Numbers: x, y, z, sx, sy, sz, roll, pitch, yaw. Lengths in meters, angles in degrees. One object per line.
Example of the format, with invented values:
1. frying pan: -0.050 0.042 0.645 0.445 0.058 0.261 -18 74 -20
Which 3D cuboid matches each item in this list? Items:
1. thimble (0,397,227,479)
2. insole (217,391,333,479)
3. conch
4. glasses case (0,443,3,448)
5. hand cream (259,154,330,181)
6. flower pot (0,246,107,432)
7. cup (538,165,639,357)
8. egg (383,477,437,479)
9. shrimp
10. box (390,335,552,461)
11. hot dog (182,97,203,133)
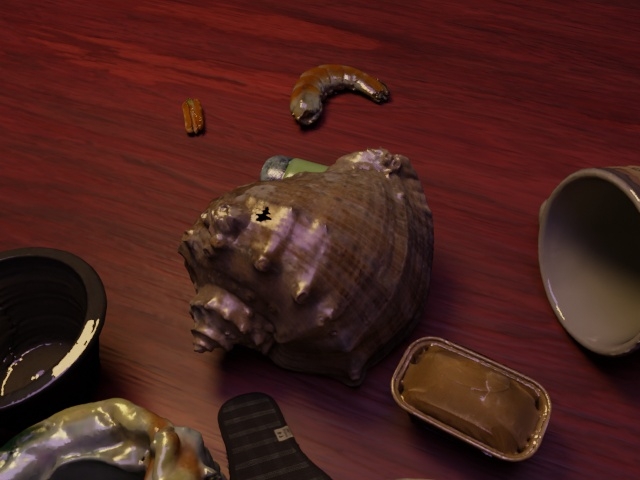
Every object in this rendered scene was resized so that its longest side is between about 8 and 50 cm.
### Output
1. thimble: -0.223 0.303 0.654 0.288 0.167 0.254 -37 48 -21
2. insole: -0.046 0.242 0.706 0.110 0.012 0.309 -14 21 -14
3. conch: -0.008 0.028 0.820 0.297 0.210 0.352 44 95 5
4. glasses case: -0.541 0.340 0.707 0.425 0.098 0.156 -24 49 -15
5. hand cream: -0.007 -0.086 1.039 0.174 0.046 0.095 18 54 9
6. flower pot: -0.359 0.139 0.819 0.235 0.148 0.235 -3 49 3
7. cup: 0.428 0.003 0.867 0.256 0.228 0.301 -6 21 -17
8. egg: 0.085 0.358 0.609 0.286 0.174 0.264 -19 23 -27
9. shrimp: 0.033 -0.245 1.164 0.165 0.049 0.161 14 53 5
10. box: 0.171 0.186 0.775 0.177 0.111 0.111 22 57 20
11. hot dog: -0.222 -0.216 1.168 0.037 0.021 0.083 -16 53 5
